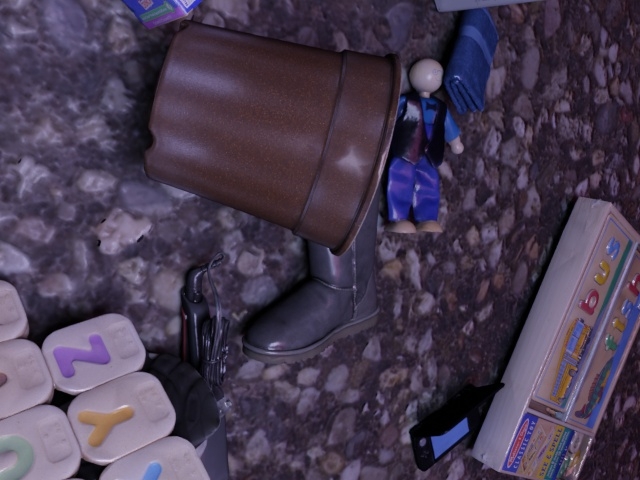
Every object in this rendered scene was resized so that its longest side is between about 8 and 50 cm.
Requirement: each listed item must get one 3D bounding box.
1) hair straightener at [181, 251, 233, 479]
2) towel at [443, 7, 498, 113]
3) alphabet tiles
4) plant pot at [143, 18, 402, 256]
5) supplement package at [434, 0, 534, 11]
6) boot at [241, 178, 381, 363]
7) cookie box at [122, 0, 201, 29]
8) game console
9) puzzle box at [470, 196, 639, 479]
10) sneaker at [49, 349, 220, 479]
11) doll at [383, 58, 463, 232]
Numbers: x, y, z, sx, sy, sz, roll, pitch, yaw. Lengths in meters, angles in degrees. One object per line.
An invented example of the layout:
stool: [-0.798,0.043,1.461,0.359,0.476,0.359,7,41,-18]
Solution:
hair straightener: [-0.096,0.126,0.566,0.047,0.089,0.231,-1,102,-39]
towel: [0.171,-0.205,0.688,0.067,0.029,0.120,44,58,-45]
alphabet tiles: [-0.223,0.151,0.384,0.277,0.284,0.021,-18,149,-32]
plant pot: [-0.042,-0.089,0.488,0.165,0.167,0.167,15,93,-9]
supplement package: [0.250,-0.385,0.631,0.293,0.177,0.175,-39,121,-21]
boot: [-0.002,0.000,0.612,0.189,0.076,0.209,-20,120,-45]
cookie box: [-0.097,-0.217,0.475,0.107,0.091,0.040,-50,122,-14]
game console: [0.186,0.247,0.816,0.122,0.071,0.107,-27,116,-28]
puzzle box: [0.393,0.169,0.948,0.272,0.052,0.409,27,85,-41]
sneaker: [-0.262,0.240,0.452,0.410,0.158,0.182,-16,126,-28]
doll: [0.112,-0.104,0.685,0.129,0.046,0.189,-1,96,-30]
